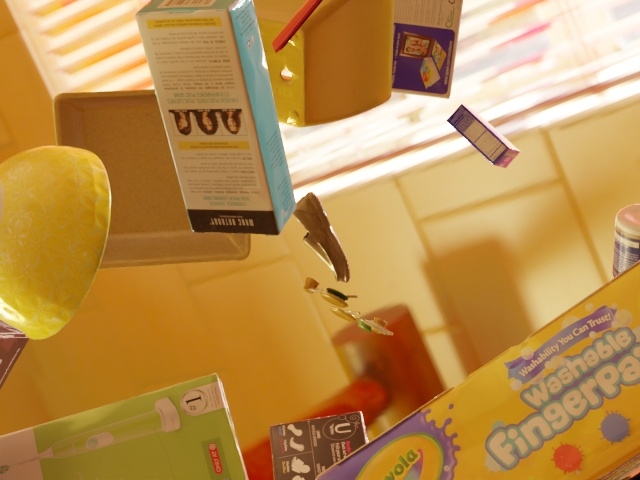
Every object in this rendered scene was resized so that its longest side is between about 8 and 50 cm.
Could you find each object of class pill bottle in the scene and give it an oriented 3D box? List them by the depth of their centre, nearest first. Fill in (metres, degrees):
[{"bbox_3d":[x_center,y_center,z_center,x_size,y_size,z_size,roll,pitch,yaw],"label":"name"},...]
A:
[{"bbox_3d":[0.534,0.032,2.059,0.094,0.169,0.094,-3,30,2],"label":"pill bottle"}]

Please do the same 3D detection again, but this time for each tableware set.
[{"bbox_3d":[0.041,0.102,1.920,0.024,0.154,0.104,-63,21,-14],"label":"tableware set"}]

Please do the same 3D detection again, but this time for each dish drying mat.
[{"bbox_3d":[-0.020,-0.229,1.272,0.083,0.008,0.032,-49,23,14],"label":"dish drying mat"}]

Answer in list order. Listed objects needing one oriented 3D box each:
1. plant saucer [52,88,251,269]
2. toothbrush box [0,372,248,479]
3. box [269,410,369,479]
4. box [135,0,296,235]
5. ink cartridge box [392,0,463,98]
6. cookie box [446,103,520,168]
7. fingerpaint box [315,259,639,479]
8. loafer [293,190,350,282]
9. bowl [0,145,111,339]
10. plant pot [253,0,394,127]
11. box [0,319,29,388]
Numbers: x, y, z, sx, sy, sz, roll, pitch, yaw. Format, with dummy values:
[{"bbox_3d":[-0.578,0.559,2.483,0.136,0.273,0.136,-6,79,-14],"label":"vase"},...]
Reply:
[{"bbox_3d":[-0.297,-0.121,2.217,0.333,0.333,0.081,-4,23,-8],"label":"plant saucer"},{"bbox_3d":[-0.224,0.302,1.446,0.283,0.206,0.122,-16,-23,-7],"label":"toothbrush box"},{"bbox_3d":[0.019,0.396,1.784,0.142,0.247,0.163,-11,34,0],"label":"box"},{"bbox_3d":[-0.098,-0.123,1.221,0.100,0.244,0.060,2,33,21],"label":"box"},{"bbox_3d":[0.104,-0.324,1.847,0.208,0.206,0.045,8,2,2],"label":"ink cartridge box"},{"bbox_3d":[0.262,-0.167,1.986,0.040,0.107,0.092,-48,-15,13],"label":"cookie box"},{"bbox_3d":[0.270,0.213,1.362,0.445,0.163,0.371,-36,-21,11],"label":"fingerpaint box"},{"bbox_3d":[0.000,0.000,1.846,0.050,0.148,0.056,-25,5,1],"label":"loafer"},{"bbox_3d":[-0.442,-0.014,1.781,0.156,0.289,0.289,19,-21,-38],"label":"bowl"},{"bbox_3d":[-0.038,-0.264,1.647,0.212,0.212,0.187,17,36,24],"label":"plant pot"},{"bbox_3d":[-0.440,0.216,1.274,0.307,0.076,0.242,-62,-6,-1],"label":"box"}]
